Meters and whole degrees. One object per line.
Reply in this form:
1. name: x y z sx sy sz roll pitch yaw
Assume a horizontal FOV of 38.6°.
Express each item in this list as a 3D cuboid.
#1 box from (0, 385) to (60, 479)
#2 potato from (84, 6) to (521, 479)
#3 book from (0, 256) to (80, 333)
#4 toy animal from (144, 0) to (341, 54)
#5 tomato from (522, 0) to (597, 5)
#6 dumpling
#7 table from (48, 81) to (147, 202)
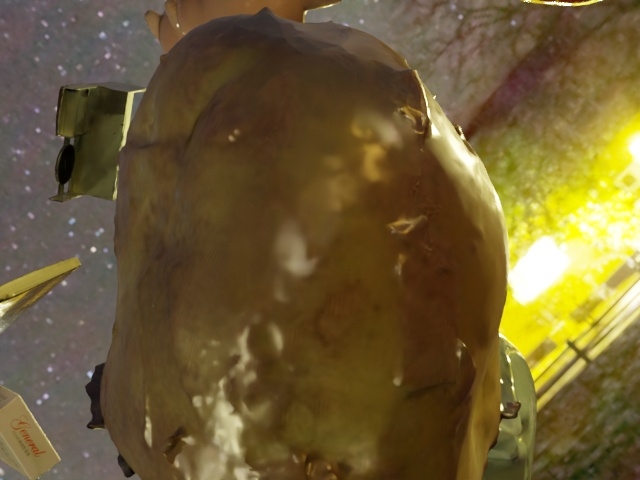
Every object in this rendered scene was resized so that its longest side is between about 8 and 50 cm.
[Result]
1. box: -0.379 0.219 1.087 0.048 0.100 0.152 -35 25 -30
2. potato: 0.000 0.000 0.537 0.301 0.289 0.237 -44 -29 -46
3. book: -0.440 0.106 1.228 0.228 0.024 0.160 -37 -3 28
4. toy animal: -0.105 -0.256 1.088 0.166 0.154 0.250 -55 22 -15
5. tomato: 0.345 -0.451 1.264 0.226 0.298 0.298 -54 -3 -43
6. dumpling: 0.129 0.218 0.960 0.270 0.212 0.320 -39 -40 -19
7. table: -0.288 -0.131 1.206 0.175 0.062 0.146 -60 -19 -76
